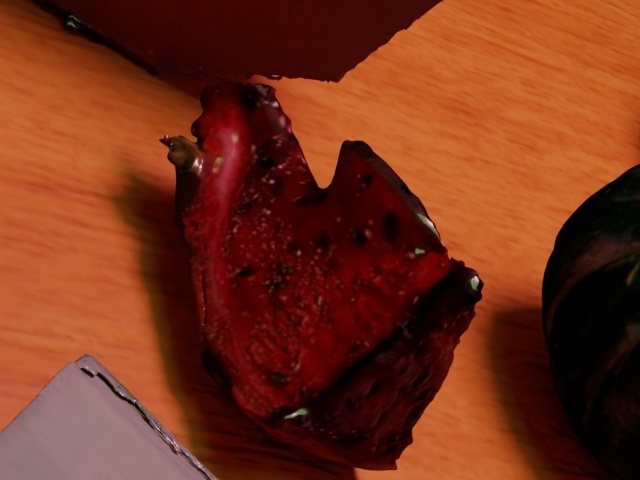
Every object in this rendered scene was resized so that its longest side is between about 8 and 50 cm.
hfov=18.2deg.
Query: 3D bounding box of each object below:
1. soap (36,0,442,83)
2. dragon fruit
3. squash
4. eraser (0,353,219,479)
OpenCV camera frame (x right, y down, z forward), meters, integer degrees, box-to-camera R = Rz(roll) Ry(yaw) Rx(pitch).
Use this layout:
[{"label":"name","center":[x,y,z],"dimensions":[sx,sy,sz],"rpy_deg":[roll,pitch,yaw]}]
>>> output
[{"label":"soap","center":[-0.067,-0.199,0.976],"dimensions":[0.325,0.220,0.127],"rpy_deg":[29,42,-27]},{"label":"dragon fruit","center":[-0.018,0.002,0.881],"dimensions":[0.092,0.122,0.192],"rpy_deg":[-1,53,-33]},{"label":"squash","center":[0.219,0.050,1.044],"dimensions":[0.218,0.218,0.172],"rpy_deg":[59,-10,24]},{"label":"eraser","center":[-0.043,0.160,0.677],"dimensions":[0.227,0.081,0.174],"rpy_deg":[44,25,0]}]
